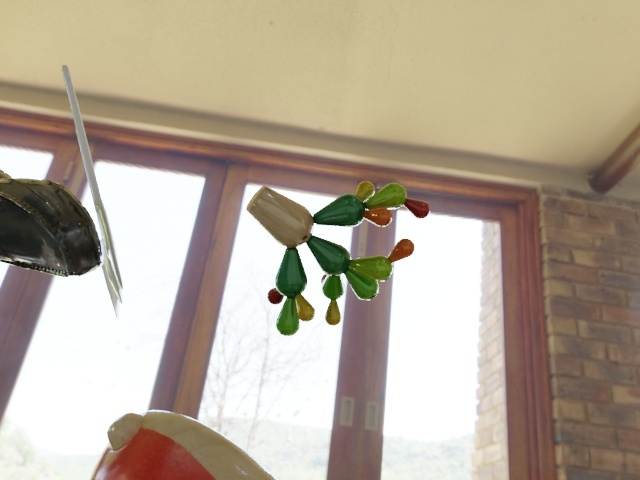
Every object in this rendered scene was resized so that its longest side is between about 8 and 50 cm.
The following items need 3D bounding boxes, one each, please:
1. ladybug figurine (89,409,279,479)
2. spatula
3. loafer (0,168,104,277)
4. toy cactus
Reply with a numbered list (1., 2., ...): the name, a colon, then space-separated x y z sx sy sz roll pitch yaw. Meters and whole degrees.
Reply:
1. ladybug figurine: -0.111 0.388 0.618 0.305 0.162 0.449 -28 -82 38
2. spatula: -0.241 -0.043 0.606 0.019 0.242 0.168 -15 -13 -20
3. loafer: -0.253 -0.012 0.449 0.223 0.078 0.076 17 -56 34
4. toy cactus: 0.000 0.000 0.644 0.180 0.112 0.219 38 -72 -19
